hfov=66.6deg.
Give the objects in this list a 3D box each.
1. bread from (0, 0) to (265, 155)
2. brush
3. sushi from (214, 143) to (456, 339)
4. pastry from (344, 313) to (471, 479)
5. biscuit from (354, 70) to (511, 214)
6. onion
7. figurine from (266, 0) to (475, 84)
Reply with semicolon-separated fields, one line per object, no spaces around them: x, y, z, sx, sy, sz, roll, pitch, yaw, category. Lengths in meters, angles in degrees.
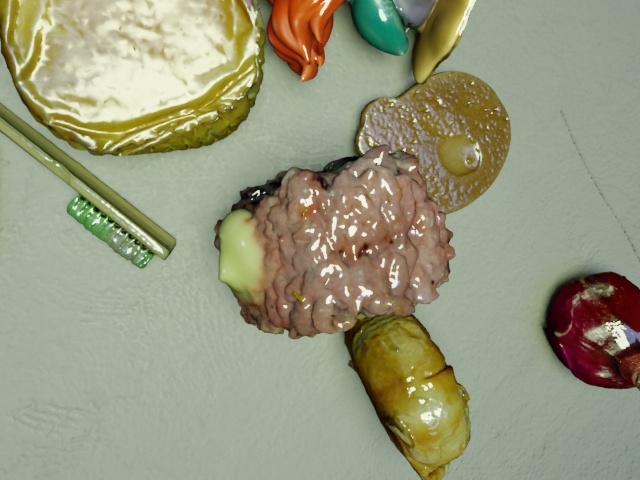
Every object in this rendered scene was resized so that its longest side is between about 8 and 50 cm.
-0.186;-0.207;0.520;0.253;0.142;0.227;-18;99;-13;bread
-0.290;-0.068;0.557;0.282;0.054;0.048;43;96;-15;brush
0.000;0.000;0.522;0.236;0.270;0.170;-18;97;-23;sushi
0.105;0.180;0.616;0.100;0.218;0.229;-27;66;-6;pastry
0.151;-0.126;0.652;0.208;0.049;0.181;-29;102;-8;biscuit
0.394;0.144;0.676;0.135;0.198;0.173;-19;106;21;onion
0.027;-0.280;0.546;0.257;0.181;0.208;16;122;-7;figurine
